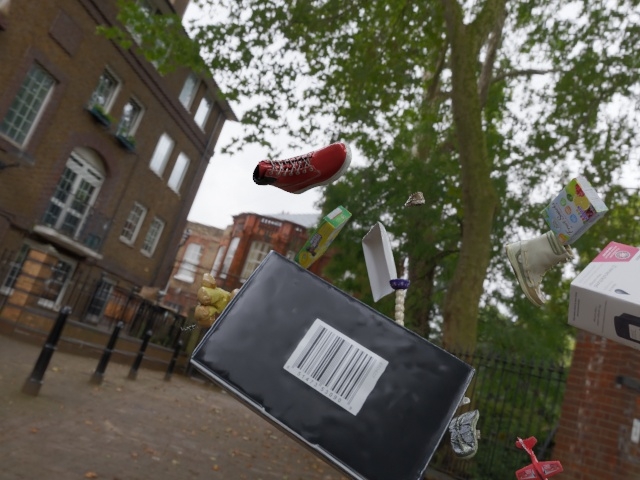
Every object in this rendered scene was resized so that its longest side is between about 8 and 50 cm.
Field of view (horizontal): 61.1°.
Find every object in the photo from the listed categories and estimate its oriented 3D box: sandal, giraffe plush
[{"bbox_3d":[0.547,0.737,2.035,0.120,0.086,0.303,-28,6,23],"label":"sandal"},{"bbox_3d":[-0.319,0.216,1.861,0.171,0.181,0.210,7,-9,3],"label":"giraffe plush"}]

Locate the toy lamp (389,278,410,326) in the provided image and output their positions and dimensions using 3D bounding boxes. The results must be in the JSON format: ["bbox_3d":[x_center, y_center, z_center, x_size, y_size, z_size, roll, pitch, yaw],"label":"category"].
[{"bbox_3d":[0.255,0.262,1.746,0.080,0.274,0.080,2,-18,1],"label":"toy lamp"}]

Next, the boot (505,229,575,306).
[{"bbox_3d":[0.650,0.080,1.563,0.165,0.077,0.213,-23,-81,30],"label":"boot"}]

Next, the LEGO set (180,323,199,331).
[{"bbox_3d":[-0.445,0.308,1.897,0.083,0.023,0.054,-5,9,15],"label":"LEGO set"}]

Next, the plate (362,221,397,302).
[{"bbox_3d":[0.240,0.091,2.167,0.045,0.277,0.278,-8,-14,-12],"label":"plate"}]

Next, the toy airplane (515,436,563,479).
[{"bbox_3d":[0.575,0.595,1.459,0.028,0.151,0.151,-15,11,-42],"label":"toy airplane"}]

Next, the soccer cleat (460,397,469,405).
[{"bbox_3d":[0.426,0.445,1.733,0.076,0.068,0.196,-12,-67,12],"label":"soccer cleat"}]

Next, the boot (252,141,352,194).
[{"bbox_3d":[-0.054,-0.189,1.369,0.244,0.088,0.176,-24,-22,39],"label":"boot"}]

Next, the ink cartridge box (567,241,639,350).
[{"bbox_3d":[0.581,0.108,0.929,0.237,0.172,0.100,21,-48,43],"label":"ink cartridge box"}]

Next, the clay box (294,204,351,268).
[{"bbox_3d":[0.000,0.000,1.704,0.053,0.127,0.222,42,-56,7],"label":"clay box"}]

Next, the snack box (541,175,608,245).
[{"bbox_3d":[0.587,-0.067,1.261,0.037,0.100,0.141,-9,-30,-18],"label":"snack box"}]

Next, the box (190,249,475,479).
[{"bbox_3d":[0.032,0.332,1.218,0.480,0.297,0.471,30,-21,17],"label":"box"}]

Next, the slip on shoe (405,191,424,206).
[{"bbox_3d":[0.325,-0.140,1.871,0.052,0.041,0.135,-6,-2,-3],"label":"slip on shoe"}]
